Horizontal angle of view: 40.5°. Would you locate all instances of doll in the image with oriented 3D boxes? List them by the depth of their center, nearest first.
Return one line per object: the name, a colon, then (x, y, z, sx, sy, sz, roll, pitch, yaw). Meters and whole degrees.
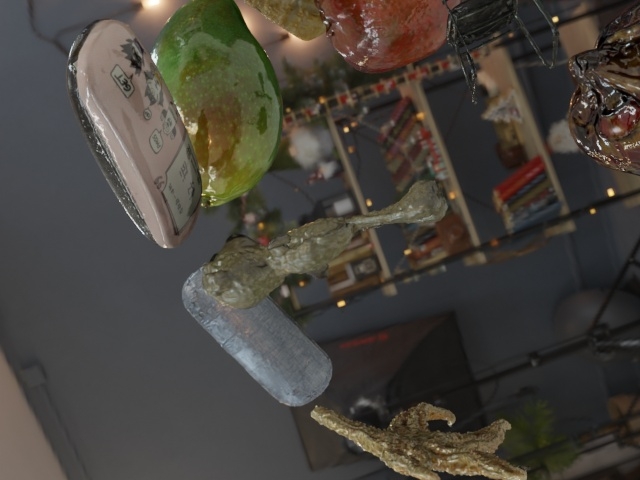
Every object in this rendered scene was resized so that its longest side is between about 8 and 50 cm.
doll: (-0.006, 0.002, 1.011, 0.203, 0.286, 0.091, -19, -93, -53)

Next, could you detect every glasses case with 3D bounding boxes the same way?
glasses case: (-0.213, -0.118, 1.032, 0.314, 0.075, 0.122, 73, -149, -47)
glasses case: (-0.097, 0.146, 1.360, 0.282, 0.109, 0.067, 45, -176, -12)

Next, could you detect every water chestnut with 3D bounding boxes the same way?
water chestnut: (0.480, -0.218, 1.217, 0.244, 0.289, 0.289, 47, 180, -4)

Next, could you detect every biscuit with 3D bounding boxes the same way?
biscuit: (-0.051, -0.452, 1.609, 0.029, 0.118, 0.247, 42, -166, 36)

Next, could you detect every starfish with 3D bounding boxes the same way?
starfish: (0.145, 0.265, 1.102, 0.302, 0.299, 0.060, -158, 76, -76)

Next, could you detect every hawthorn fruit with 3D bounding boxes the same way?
hawthorn fruit: (0.126, -0.437, 1.557, 0.275, 0.300, 0.275, 170, 90, -69)

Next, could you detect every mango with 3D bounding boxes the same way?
mango: (-0.165, -0.229, 1.311, 0.225, 0.201, 0.381, 129, 143, -50)

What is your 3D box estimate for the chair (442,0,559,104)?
chair: (0.248, -0.349, 1.320, 0.145, 0.140, 0.221, 53, -167, -74)
